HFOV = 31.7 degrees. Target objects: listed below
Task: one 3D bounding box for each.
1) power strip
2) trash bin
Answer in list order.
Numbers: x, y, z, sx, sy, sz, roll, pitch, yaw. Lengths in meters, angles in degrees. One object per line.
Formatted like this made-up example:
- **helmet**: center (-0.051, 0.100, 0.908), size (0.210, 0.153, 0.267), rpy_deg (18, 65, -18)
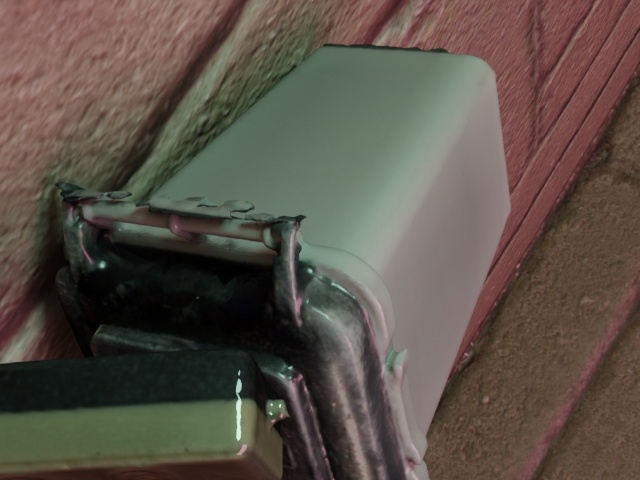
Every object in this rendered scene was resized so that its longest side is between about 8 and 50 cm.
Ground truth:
- **power strip**: center (-0.144, 0.111, 0.644), size (0.105, 0.257, 0.070), rpy_deg (68, 18, -67)
- **trash bin**: center (0.000, 0.000, 0.858), size (0.367, 0.256, 0.296), rpy_deg (-55, 141, -41)
